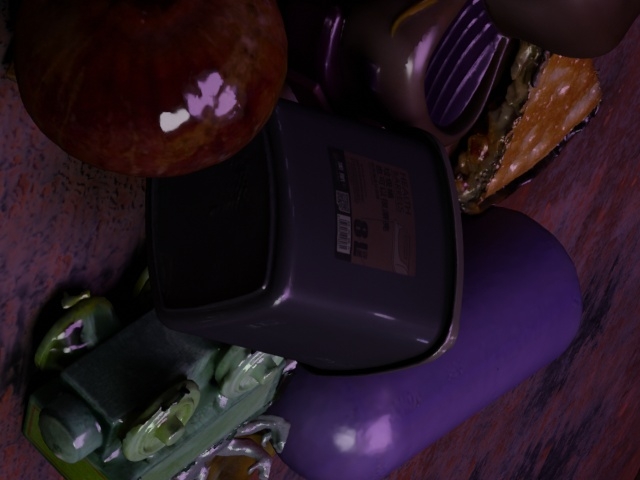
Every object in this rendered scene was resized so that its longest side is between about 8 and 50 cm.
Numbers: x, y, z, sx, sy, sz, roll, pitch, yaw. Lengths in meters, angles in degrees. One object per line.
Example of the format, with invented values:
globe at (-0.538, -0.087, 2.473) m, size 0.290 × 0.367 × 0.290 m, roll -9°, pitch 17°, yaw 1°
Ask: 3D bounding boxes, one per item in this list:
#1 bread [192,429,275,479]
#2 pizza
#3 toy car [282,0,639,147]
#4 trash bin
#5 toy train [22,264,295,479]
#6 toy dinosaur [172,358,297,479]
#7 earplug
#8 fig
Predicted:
bread at (-0.138, 0.242, 1.647) m, size 0.233 × 0.088 × 0.160 m, roll -46°, pitch 158°, yaw -13°
pizza at (0.230, -0.146, 1.820) m, size 0.251 × 0.074 × 0.287 m, roll -51°, pitch 155°, yaw -8°
toy car at (0.141, -0.219, 1.365) m, size 0.340 × 0.240 × 0.271 m, roll -53°, pitch 154°, yaw -9°
trash bin at (0.000, 0.000, 1.266) m, size 0.290 × 0.182 × 0.209 m, roll 15°, pitch 69°, yaw -53°
toy train at (-0.145, 0.122, 1.407) m, size 0.272 × 0.159 × 0.188 m, roll -36°, pitch 159°, yaw -35°
toy dinosaur at (-0.106, 0.177, 1.545) m, size 0.242 × 0.167 × 0.053 m, roll -58°, pitch -172°, yaw 11°
earplug at (0.102, 0.128, 1.741) m, size 0.456 × 0.215 × 0.215 m, roll -29°, pitch 146°, yaw -49°
fig at (-0.122, -0.129, 1.095) m, size 0.205 × 0.205 × 0.205 m, roll -41°, pitch 152°, yaw -27°
